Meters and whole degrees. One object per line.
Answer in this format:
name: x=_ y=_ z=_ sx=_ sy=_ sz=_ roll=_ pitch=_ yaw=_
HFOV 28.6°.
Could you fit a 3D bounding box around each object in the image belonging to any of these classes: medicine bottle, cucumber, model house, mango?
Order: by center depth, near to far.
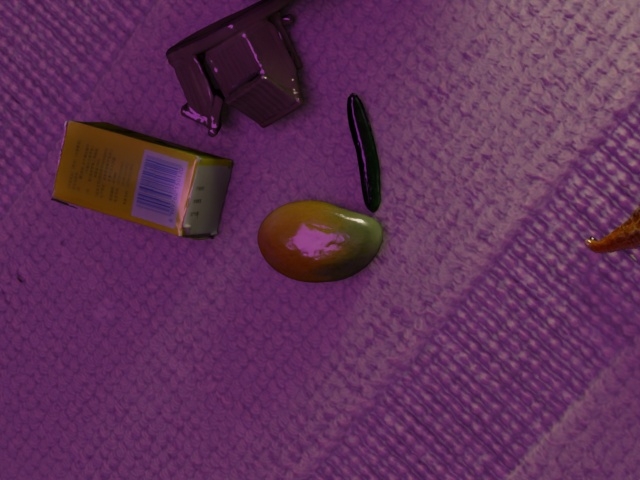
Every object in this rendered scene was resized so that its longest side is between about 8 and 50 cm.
cucumber: x=0.069 y=-0.134 z=1.917 sx=0.036 sy=0.033 sz=0.184 roll=-10 pitch=91 yaw=-4
mango: x=0.000 y=0.000 z=1.926 sx=0.194 sy=0.092 sz=0.130 roll=-8 pitch=89 yaw=12
model house: x=-0.124 y=-0.260 z=1.934 sx=0.229 sy=0.122 sz=0.188 roll=-21 pitch=91 yaw=24
medicine bottle: x=-0.283 y=-0.098 z=1.993 sx=0.250 sy=0.137 sz=0.141 roll=18 pitch=101 yaw=18

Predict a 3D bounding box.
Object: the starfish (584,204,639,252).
starfish: x=0.561 y=-0.083 z=1.699 sx=0.398 sy=0.132 sz=0.384 roll=34 pitch=109 yaw=18
